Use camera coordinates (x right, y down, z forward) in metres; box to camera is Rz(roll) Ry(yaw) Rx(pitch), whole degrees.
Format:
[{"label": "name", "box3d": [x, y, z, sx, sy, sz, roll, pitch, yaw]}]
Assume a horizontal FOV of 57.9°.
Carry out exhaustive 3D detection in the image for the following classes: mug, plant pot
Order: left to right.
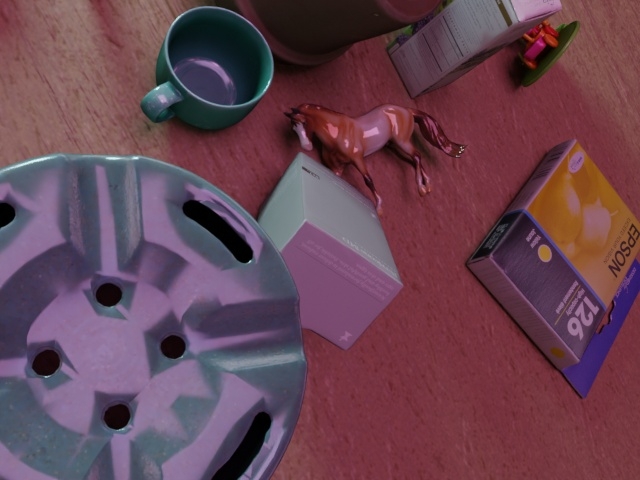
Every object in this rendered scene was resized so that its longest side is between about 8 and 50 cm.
[{"label": "plant pot", "box3d": [-0.190, 0.100, 0.477, 0.341, 0.334, 0.341, 6, 76, -25]}, {"label": "mug", "box3d": [-0.146, -0.201, 0.703, 0.158, 0.097, 0.129, -6, 81, -27]}, {"label": "plant pot", "box3d": [0.029, -0.343, 0.694, 0.263, 0.229, 0.263, -16, 115, -37]}]

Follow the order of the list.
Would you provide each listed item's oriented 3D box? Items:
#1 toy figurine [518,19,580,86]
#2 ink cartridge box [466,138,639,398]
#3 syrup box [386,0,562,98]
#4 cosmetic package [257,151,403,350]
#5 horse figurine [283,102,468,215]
[{"label": "toy figurine", "box3d": [0.335, -0.371, 0.988, 0.159, 0.130, 0.173, 36, 43, -5]}, {"label": "ink cartridge box", "box3d": [0.424, 0.042, 0.949, 0.307, 0.072, 0.303, 46, 62, -8]}, {"label": "syrup box", "box3d": [0.208, -0.301, 0.824, 0.093, 0.237, 0.096, -28, 91, -28]}, {"label": "cosmetic package", "box3d": [0.000, 0.000, 0.653, 0.127, 0.238, 0.107, 33, 106, -18]}, {"label": "horse figurine", "box3d": [0.082, -0.129, 0.820, 0.263, 0.066, 0.174, -22, 95, -27]}]
